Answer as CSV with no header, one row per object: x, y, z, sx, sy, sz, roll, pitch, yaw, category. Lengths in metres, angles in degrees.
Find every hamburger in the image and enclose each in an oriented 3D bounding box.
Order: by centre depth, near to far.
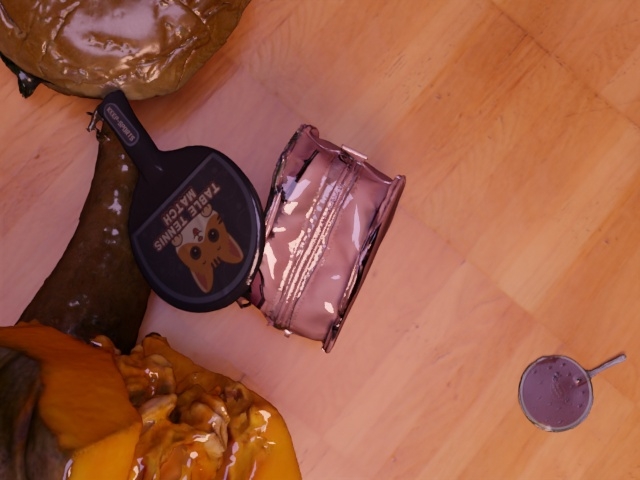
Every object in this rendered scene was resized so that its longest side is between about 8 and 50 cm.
-0.187,-0.254,0.910,0.211,0.132,0.309,38,80,1,hamburger

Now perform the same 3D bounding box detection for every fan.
0.280,0.157,0.982,0.133,0.005,0.085,-27,87,-7,fan

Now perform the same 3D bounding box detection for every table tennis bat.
-0.138,-0.042,0.832,0.150,0.027,0.236,-42,74,24,table tennis bat

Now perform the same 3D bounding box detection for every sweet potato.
-0.239,0.077,0.876,0.130,0.130,0.423,19,80,-4,sweet potato

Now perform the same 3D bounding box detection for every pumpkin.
-0.169,0.207,0.729,0.303,0.225,0.257,5,97,-45,pumpkin

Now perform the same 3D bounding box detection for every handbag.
-0.001,-0.001,0.883,0.116,0.179,0.205,23,102,5,handbag
